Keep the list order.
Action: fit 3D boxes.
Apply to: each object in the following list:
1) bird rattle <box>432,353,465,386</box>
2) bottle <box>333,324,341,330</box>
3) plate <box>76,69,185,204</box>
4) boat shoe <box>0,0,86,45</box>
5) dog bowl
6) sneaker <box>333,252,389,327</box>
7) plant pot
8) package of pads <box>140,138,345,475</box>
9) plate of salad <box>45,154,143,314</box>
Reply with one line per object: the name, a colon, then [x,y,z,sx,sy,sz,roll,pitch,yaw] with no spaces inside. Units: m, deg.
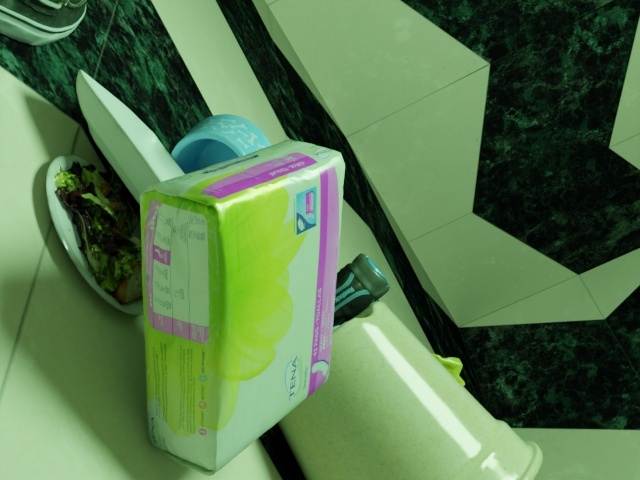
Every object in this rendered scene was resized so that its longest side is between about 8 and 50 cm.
bird rattle: [0.199,0.275,1.660,0.254,0.143,0.207,35,0,-12]
bottle: [0.093,0.284,1.531,0.282,0.092,0.118,57,13,-30]
plate: [-0.191,-0.058,0.976,0.277,0.045,0.278,53,0,9]
boat shoe: [-0.332,-0.301,0.875,0.121,0.119,0.335,62,12,-8]
dog bowl: [-0.122,-0.042,1.161,0.297,0.166,0.074,63,24,-7]
sneaker: [0.049,0.122,1.655,0.125,0.140,0.341,52,-10,13]
plant pot: [0.085,0.268,1.103,0.305,0.334,0.334,54,11,6]
package of pads: [-0.076,0.063,0.799,0.229,0.101,0.296,-28,127,-52]
plate of salad: [-0.233,-0.011,0.871,0.199,0.048,0.199,58,14,-23]
